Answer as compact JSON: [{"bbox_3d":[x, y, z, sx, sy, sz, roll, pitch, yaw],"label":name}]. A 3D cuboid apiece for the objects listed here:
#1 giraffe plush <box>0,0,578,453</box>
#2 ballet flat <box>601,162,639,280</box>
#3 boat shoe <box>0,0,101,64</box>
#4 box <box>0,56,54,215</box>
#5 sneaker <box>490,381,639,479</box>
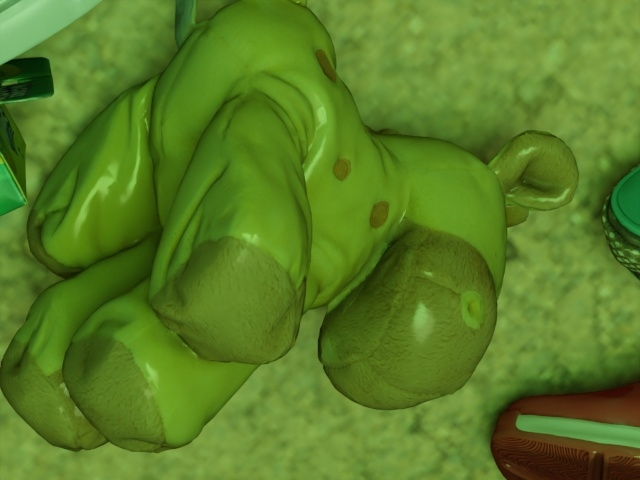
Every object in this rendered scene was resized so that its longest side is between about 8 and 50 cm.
[{"bbox_3d":[0.000,0.000,0.579,0.170,0.181,0.210,28,66,-29],"label":"giraffe plush"},{"bbox_3d":[0.216,-0.042,0.652,0.206,0.073,0.067,-29,139,1],"label":"ballet flat"},{"bbox_3d":[-0.151,-0.096,0.523,0.228,0.080,0.076,-31,124,-7],"label":"boat shoe"},{"bbox_3d":[-0.174,-0.013,0.545,0.179,0.105,0.043,-28,108,-2],"label":"box"},{"bbox_3d":[0.195,0.070,0.681,0.221,0.128,0.087,8,147,10],"label":"sneaker"}]
